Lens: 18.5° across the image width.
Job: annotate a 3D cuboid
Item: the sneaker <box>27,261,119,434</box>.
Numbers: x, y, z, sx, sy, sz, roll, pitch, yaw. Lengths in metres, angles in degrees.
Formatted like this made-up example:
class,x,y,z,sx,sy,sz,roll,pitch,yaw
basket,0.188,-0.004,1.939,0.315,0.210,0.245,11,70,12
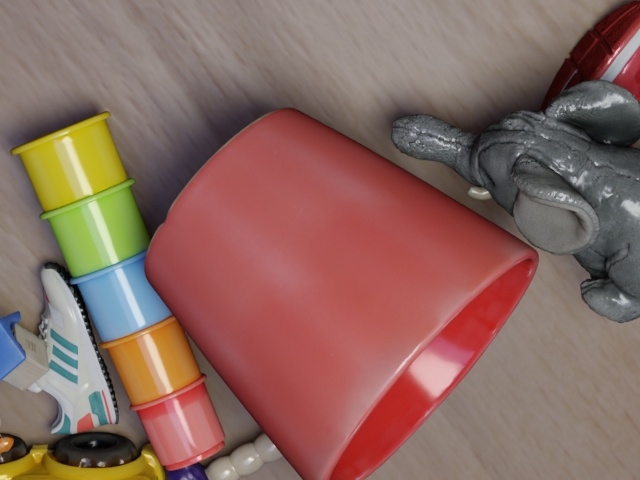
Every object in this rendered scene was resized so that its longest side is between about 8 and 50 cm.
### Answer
class,x,y,z,sx,sy,sz,roll,pitch,yaw
sneaker,-0.238,0.102,1.774,0.075,0.057,0.161,-19,104,-4

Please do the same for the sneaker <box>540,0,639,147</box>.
class,x,y,z,sx,sy,sz,roll,pitch,yaw
sneaker,0.263,-0.098,1.751,0.128,0.087,0.221,30,111,-16

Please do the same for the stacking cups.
class,x,y,z,sx,sy,sz,roll,pitch,yaw
stacking cups,-0.168,0.046,1.738,0.096,0.096,0.316,-22,98,2

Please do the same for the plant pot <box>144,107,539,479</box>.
class,x,y,z,sx,sy,sz,roll,pitch,yaw
plant pot,0.005,0.038,1.637,0.243,0.275,0.275,40,98,14

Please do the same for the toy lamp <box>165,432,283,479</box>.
class,x,y,z,sx,sy,sz,roll,pitch,yaw
toy lamp,-0.007,0.165,1.786,0.275,0.080,0.080,-32,101,3

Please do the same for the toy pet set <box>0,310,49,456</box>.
class,x,y,z,sx,sy,sz,roll,pitch,yaw
toy pet set,-0.297,0.123,1.727,0.114,0.122,0.065,-39,130,19

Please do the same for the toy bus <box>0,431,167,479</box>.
class,x,y,z,sx,sy,sz,roll,pitch,yaw
toy bus,-0.249,0.269,1.732,0.220,0.211,0.149,1,103,-1

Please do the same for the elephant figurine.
class,x,y,z,sx,sy,sz,roll,pitch,yaw
elephant figurine,0.205,-0.050,1.630,0.239,0.169,0.186,35,114,-21
